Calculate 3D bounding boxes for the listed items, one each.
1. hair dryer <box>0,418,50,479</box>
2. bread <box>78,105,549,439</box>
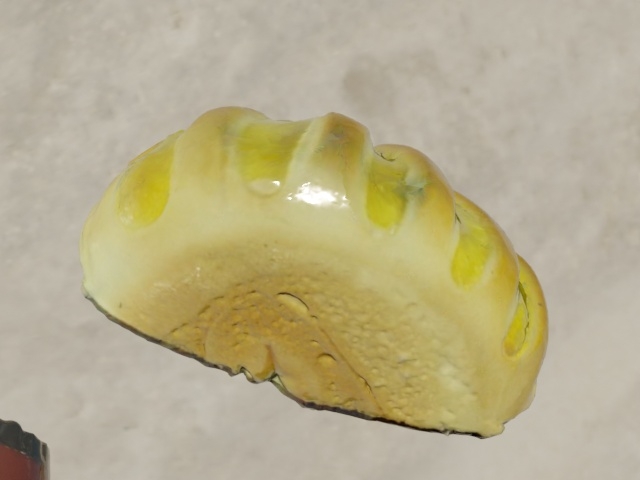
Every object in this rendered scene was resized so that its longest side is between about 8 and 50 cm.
[{"bbox_3d":[-0.380,0.216,1.113,0.340,0.123,0.312,36,69,-24],"label":"hair dryer"},{"bbox_3d":[0.000,0.000,0.509,0.157,0.094,0.083,10,54,6],"label":"bread"}]
